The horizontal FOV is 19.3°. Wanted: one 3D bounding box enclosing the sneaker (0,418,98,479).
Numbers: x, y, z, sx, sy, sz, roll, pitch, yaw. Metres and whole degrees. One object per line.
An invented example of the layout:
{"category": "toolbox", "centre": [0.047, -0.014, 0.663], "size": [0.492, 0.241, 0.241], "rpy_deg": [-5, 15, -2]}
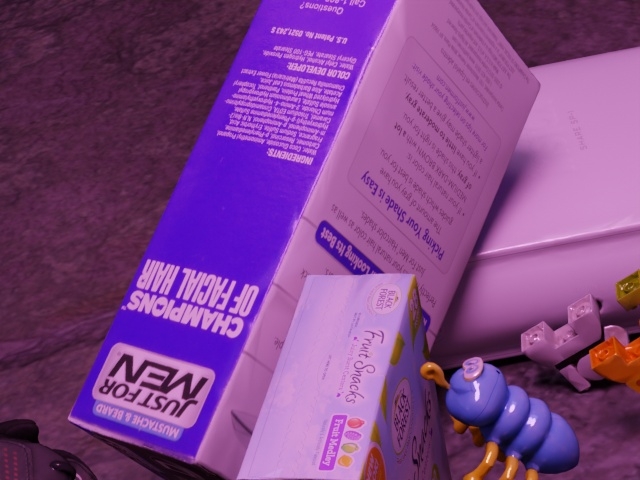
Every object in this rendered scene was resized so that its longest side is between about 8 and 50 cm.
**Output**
{"category": "sneaker", "centre": [-0.182, 0.193, 1.124], "size": [0.135, 0.097, 0.276], "rpy_deg": [-23, 33, -12]}

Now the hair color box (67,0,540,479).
{"category": "hair color box", "centre": [0.000, 0.000, 1.144], "size": [0.110, 0.185, 0.338], "rpy_deg": [12, 71, 34]}

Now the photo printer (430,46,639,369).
{"category": "photo printer", "centre": [0.147, -0.026, 1.335], "size": [0.308, 0.107, 0.256], "rpy_deg": [-11, 34, 3]}

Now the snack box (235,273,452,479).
{"category": "snack box", "centre": [0.022, 0.150, 1.023], "size": [0.070, 0.207, 0.174], "rpy_deg": [-2, 35, 16]}

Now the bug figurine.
{"category": "bug figurine", "centre": [0.147, 0.171, 0.963], "size": [0.072, 0.216, 0.279], "rpy_deg": [-48, 23, 20]}

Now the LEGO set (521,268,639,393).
{"category": "LEGO set", "centre": [0.244, 0.058, 1.171], "size": [0.227, 0.093, 0.087], "rpy_deg": [-33, 27, 25]}
